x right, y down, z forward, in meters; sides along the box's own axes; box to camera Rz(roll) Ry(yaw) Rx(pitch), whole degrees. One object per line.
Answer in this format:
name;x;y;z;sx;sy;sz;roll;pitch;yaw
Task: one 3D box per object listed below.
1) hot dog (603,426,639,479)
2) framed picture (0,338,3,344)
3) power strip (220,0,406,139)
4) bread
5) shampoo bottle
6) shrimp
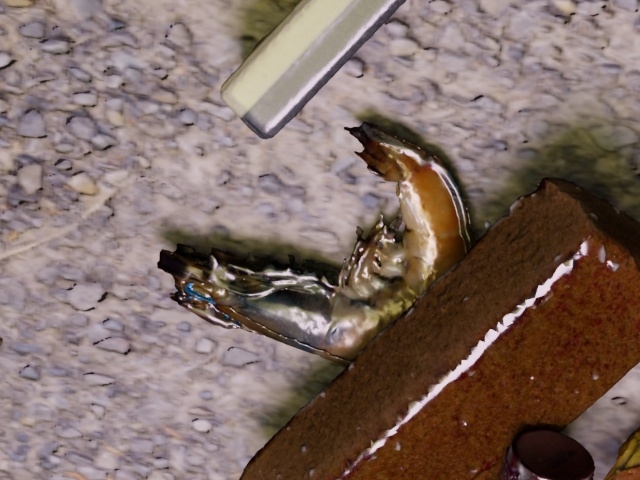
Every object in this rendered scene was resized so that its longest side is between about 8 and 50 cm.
hot dog;0.270;0.259;1.636;0.093;0.261;0.123;-12;129;16
framed picture;-0.402;0.148;1.864;0.136;0.010;0.201;28;109;5
power strip;0.025;-0.201;1.632;0.070;0.105;0.256;45;107;-6
bread;0.120;0.129;1.669;0.165;0.113;0.416;33;112;-34
shampoo bottle;0.156;0.311;1.689;0.084;0.129;0.323;32;126;28
shrimp;0.000;0.000;1.714;0.290;0.054;0.222;9;107;6
